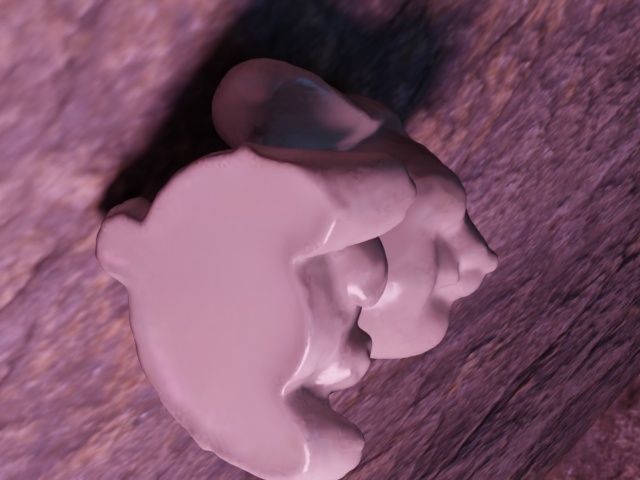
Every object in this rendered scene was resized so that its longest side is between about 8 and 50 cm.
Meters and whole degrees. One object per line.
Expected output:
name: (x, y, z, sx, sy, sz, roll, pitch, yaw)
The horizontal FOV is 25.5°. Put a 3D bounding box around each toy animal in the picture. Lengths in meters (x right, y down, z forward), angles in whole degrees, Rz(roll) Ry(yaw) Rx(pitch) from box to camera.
toy animal: (0.000, 0.000, 0.947, 0.265, 0.206, 0.271, -33, 135, -55)
